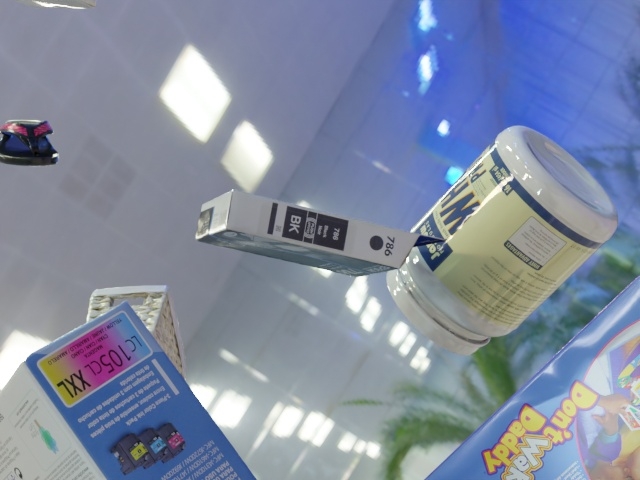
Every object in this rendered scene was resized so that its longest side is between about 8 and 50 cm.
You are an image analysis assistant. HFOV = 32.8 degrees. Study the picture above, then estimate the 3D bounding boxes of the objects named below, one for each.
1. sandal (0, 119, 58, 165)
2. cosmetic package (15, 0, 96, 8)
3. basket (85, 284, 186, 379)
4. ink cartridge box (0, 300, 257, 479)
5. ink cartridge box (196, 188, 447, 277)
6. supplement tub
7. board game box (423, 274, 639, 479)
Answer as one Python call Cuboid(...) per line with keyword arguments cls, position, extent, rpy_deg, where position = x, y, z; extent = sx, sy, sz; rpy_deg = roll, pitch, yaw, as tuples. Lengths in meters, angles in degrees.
Cuboid(cls="sandal", position=(-0.330, -0.120, 1.217), extent=(0.179, 0.067, 0.040), rpy_deg=(-127, 43, -63))
Cuboid(cls="cosmetic package", position=(-0.530, -0.515, 1.776), extent=(0.365, 0.155, 0.197), rpy_deg=(11, -95, -61))
Cuboid(cls="basket", position=(-0.255, 0.158, 1.503), extent=(0.103, 0.113, 0.167), rpy_deg=(-89, -6, -56))
Cuboid(cls="ink cartridge box", position=(-0.193, 0.300, 1.192), extent=(0.151, 0.395, 0.270), rpy_deg=(-31, -7, -38))
Cuboid(cls="ink cartridge box", position=(0.000, 0.000, 1.579), extent=(0.165, 0.333, 0.065), rpy_deg=(162, 118, -68))
Cuboid(cls="supplement tub", position=(0.282, 0.005, 1.730), extent=(0.325, 0.235, 0.235), rpy_deg=(-49, -9, 24))
Cuboid(cls="board game box", position=(0.249, 0.196, 0.861), extent=(0.347, 0.233, 0.078), rpy_deg=(-46, -16, 12))
